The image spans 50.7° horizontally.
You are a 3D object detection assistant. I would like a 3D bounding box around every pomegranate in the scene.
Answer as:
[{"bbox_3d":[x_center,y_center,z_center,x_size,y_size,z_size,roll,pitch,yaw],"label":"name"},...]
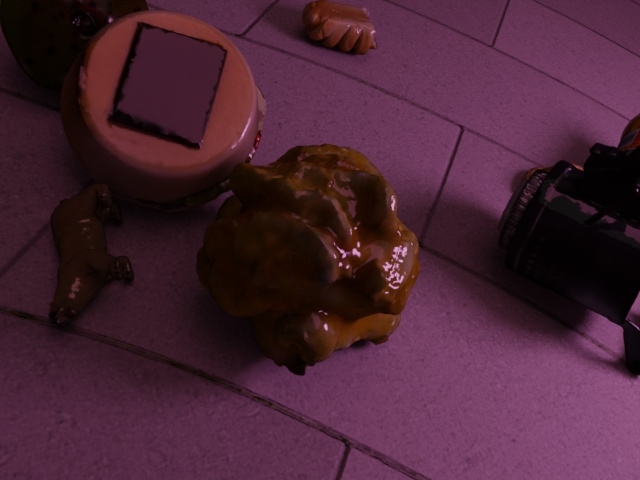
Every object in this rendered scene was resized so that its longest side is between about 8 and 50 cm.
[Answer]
[{"bbox_3d":[-0.400,-0.373,1.122,0.231,0.230,0.285,2,38,-21],"label":"pomegranate"}]

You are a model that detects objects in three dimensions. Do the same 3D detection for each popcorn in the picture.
[{"bbox_3d":[-0.007,-0.009,0.902,0.321,0.290,0.325,40,66,11],"label":"popcorn"}]

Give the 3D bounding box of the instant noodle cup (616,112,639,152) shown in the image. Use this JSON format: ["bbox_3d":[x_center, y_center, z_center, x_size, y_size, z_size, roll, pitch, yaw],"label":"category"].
[{"bbox_3d":[0.676,-0.156,1.371,0.193,0.193,0.212,41,44,16],"label":"instant noodle cup"}]

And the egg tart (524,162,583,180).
[{"bbox_3d":[0.496,-0.093,1.332,0.191,0.074,0.191,13,44,-14],"label":"egg tart"}]

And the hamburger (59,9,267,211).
[{"bbox_3d":[-0.231,-0.189,1.000,0.302,0.170,0.301,4,76,-16],"label":"hamburger"}]

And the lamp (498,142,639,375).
[{"bbox_3d":[0.434,0.005,1.114,0.272,0.374,0.205,14,43,37],"label":"lamp"}]

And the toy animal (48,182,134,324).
[{"bbox_3d":[-0.310,0.018,0.892,0.101,0.103,0.218,-15,57,-9],"label":"toy animal"}]

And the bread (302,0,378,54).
[{"bbox_3d":[0.045,-0.463,1.469,0.177,0.084,0.119,10,45,-14],"label":"bread"}]
